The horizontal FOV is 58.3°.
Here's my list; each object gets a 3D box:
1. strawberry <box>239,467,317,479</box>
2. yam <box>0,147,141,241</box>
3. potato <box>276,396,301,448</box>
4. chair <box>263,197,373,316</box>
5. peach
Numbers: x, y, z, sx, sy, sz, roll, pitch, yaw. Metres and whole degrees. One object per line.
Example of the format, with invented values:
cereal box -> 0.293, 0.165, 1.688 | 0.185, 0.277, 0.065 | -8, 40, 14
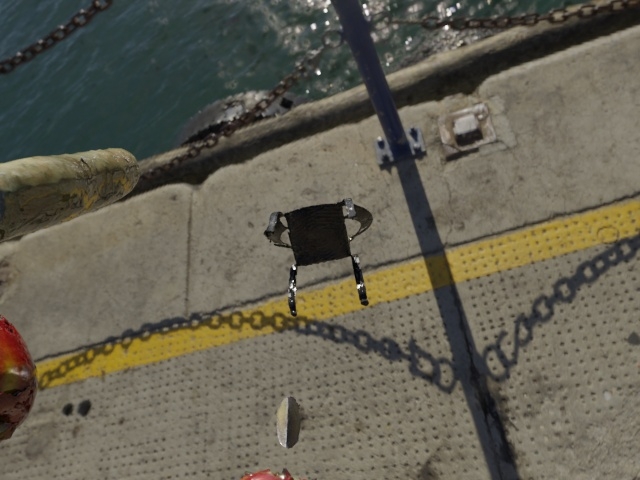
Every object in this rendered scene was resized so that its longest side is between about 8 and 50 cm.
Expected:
strawberry -> -0.068, 0.436, 0.838 | 0.184, 0.187, 0.201 | 28, 77, -4
yam -> -0.258, -0.056, 0.586 | 0.067, 0.317, 0.071 | 11, 103, -1
potato -> -0.062, 0.345, 1.089 | 0.036, 0.037, 0.093 | -16, 65, 40
chair -> 0.000, 0.000, 0.884 | 0.174, 0.149, 0.213 | -11, 23, 4
peach -> -0.314, 0.099, 0.475 | 0.092, 0.127, 0.172 | -44, 91, 6
